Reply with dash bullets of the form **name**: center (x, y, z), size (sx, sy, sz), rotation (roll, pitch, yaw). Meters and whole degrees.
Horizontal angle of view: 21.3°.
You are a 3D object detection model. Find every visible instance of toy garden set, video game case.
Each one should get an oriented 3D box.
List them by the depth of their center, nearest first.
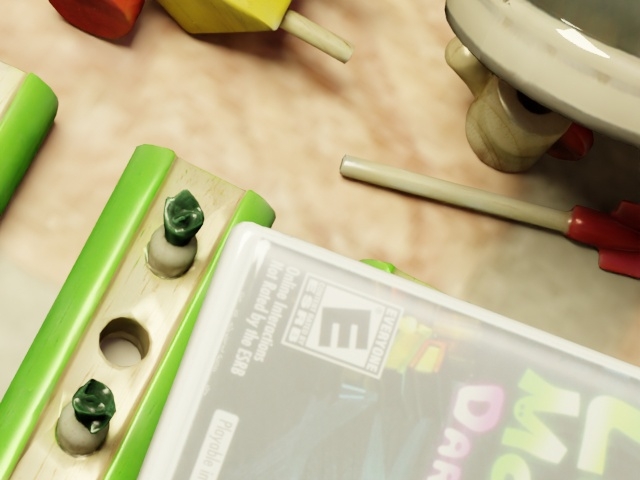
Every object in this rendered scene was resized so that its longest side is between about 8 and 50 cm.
- **video game case**: center (0.027, 0.113, 0.405), size (0.173, 0.022, 0.190), rotation (21, 86, -8)
- **toy garden set**: center (0.000, 0.000, 0.455), size (0.244, 0.049, 0.203), rotation (27, 67, -4)

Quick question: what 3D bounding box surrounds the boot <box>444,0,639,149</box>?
- **boot**: center (0.229, -0.153, 0.435), size (0.378, 0.284, 0.138), rotation (0, 31, -18)
